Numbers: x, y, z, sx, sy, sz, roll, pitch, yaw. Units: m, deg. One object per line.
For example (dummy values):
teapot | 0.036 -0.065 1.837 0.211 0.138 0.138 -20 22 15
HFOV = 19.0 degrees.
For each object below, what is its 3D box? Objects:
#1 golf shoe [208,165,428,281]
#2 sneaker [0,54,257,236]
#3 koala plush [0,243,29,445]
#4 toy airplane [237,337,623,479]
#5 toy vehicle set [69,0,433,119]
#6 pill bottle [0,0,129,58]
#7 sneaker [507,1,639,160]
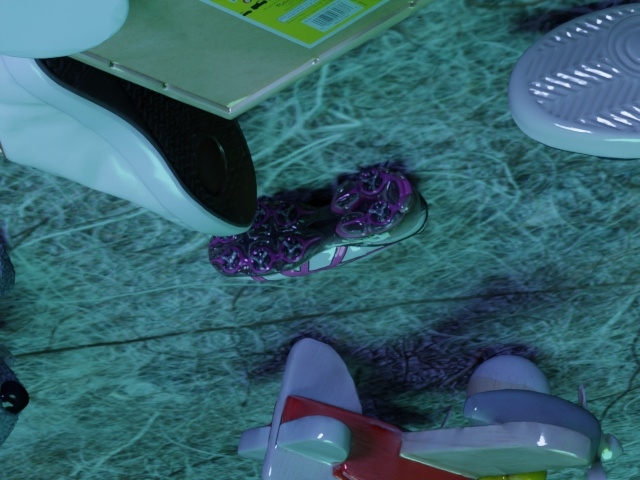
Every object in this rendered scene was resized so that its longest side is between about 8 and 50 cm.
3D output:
golf shoe | 0.000 0.000 1.579 0.186 0.068 0.086 -15 154 16
sneaker | -0.158 -0.085 1.353 0.123 0.106 0.290 -11 147 31
koala plush | -0.331 0.119 1.631 0.203 0.196 0.221 -2 156 18
toy airplane | 0.119 0.212 1.881 0.386 0.272 0.384 22 154 28
toy vehicle set | -0.026 -0.166 1.188 0.267 0.035 0.166 -27 148 36
pill bottle | -0.146 -0.203 0.975 0.117 0.208 0.117 -5 154 -3
sneaker | 0.304 -0.089 1.396 0.350 0.131 0.148 -4 149 -6
